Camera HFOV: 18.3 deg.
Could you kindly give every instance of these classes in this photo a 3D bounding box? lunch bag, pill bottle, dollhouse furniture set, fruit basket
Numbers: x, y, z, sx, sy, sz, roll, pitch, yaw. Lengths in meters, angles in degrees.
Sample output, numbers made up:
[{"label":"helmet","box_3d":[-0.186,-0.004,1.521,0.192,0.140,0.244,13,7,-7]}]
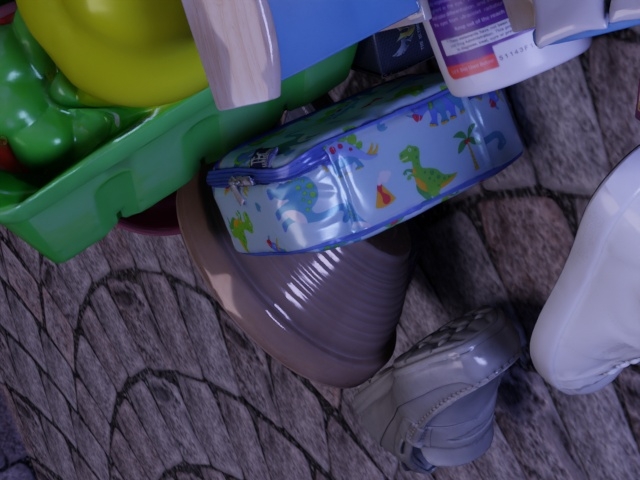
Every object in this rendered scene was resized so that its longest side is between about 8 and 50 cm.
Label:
[{"label":"lunch bag","box_3d":[0.030,-0.062,1.544,0.176,0.219,0.090,2,114,66]},{"label":"pill bottle","box_3d":[0.107,-0.206,1.373,0.108,0.108,0.193,-1,113,66]},{"label":"dollhouse furniture set","box_3d":[0.075,-0.238,1.184,0.303,0.198,0.286,-9,105,36]},{"label":"fruit basket","box_3d":[-0.148,-0.184,1.457,0.283,0.392,0.392,51,154,28]}]

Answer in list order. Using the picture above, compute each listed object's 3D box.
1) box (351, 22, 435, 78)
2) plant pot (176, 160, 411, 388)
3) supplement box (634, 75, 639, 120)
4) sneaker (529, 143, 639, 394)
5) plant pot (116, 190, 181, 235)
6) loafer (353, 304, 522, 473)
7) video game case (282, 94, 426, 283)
[{"label":"box","box_3d":[0.001,-0.260,1.610,0.183,0.059,0.232,26,136,55]},{"label":"plant pot","box_3d":[0.000,0.000,1.695,0.110,0.237,0.237,-40,72,24]},{"label":"supplement box","box_3d":[0.238,-0.103,1.277,0.055,0.043,0.083,46,151,36]},{"label":"sneaker","box_3d":[0.227,0.055,1.387,0.123,0.106,0.290,41,158,18]},{"label":"plant pot","box_3d":[-0.169,-0.131,1.968,0.180,0.201,0.201,-123,18,-58]},{"label":"loafer","box_3d":[0.115,0.137,1.726,0.111,0.112,0.319,57,164,6]},{"label":"video game case","box_3d":[0.013,-0.006,1.895,0.196,0.026,0.274,56,155,20]}]
